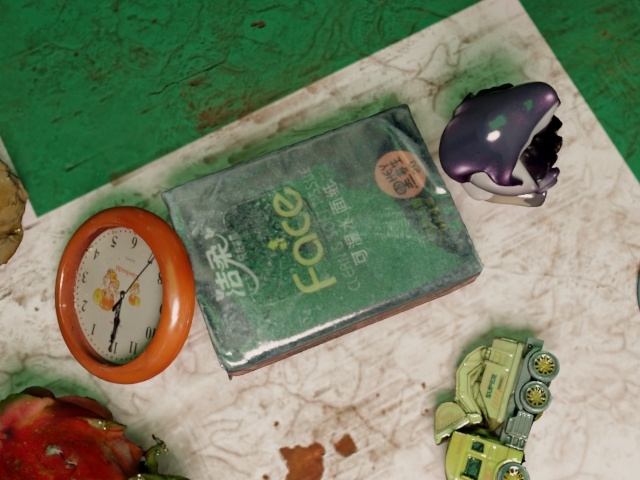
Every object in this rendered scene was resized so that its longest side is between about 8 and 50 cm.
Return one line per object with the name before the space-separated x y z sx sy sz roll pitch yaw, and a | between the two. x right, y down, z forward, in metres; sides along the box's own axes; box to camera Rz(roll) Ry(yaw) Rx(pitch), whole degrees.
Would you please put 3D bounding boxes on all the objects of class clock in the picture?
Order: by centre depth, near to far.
clock | -0.225 0.062 0.938 0.205 0.051 0.205 -2 87 33

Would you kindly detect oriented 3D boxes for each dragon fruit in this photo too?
dragon fruit | -0.245 0.256 0.873 0.269 0.198 0.200 1 32 -4

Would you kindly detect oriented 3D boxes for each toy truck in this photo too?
toy truck | 0.190 0.195 0.915 0.116 0.085 0.191 16 73 15

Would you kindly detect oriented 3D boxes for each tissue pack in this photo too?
tissue pack | 0.000 0.000 0.959 0.316 0.103 0.227 -22 74 -5

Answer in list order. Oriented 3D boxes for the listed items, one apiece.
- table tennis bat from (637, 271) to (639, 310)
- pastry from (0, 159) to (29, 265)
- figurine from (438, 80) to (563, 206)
table tennis bat | 0.464 0.022 0.981 0.153 0.040 0.244 11 81 5
pastry | -0.467 -0.050 0.984 0.219 0.100 0.228 -15 77 -3
figurine | 0.198 -0.110 0.926 0.146 0.222 0.145 -2 76 6
